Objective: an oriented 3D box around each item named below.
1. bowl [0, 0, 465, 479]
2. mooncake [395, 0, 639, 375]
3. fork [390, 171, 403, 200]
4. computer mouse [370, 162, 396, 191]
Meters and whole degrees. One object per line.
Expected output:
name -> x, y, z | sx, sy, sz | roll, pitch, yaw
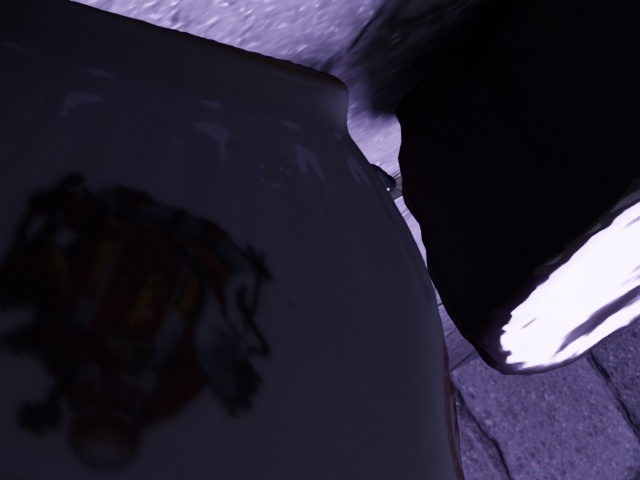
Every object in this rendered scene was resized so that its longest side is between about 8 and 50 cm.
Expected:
bowl -> -0.081, -0.010, 0.763 | 0.337, 0.337, 0.157 | 0, 107, -73
mooncake -> 0.233, -0.090, 1.334 | 0.381, 0.212, 0.350 | -27, 165, -15
fork -> 0.000, 0.000, 1.591 | 0.219, 0.034, 0.028 | -31, 179, -4
computer mouse -> -0.124, 0.048, 1.208 | 0.374, 0.114, 0.203 | -39, 169, -6
